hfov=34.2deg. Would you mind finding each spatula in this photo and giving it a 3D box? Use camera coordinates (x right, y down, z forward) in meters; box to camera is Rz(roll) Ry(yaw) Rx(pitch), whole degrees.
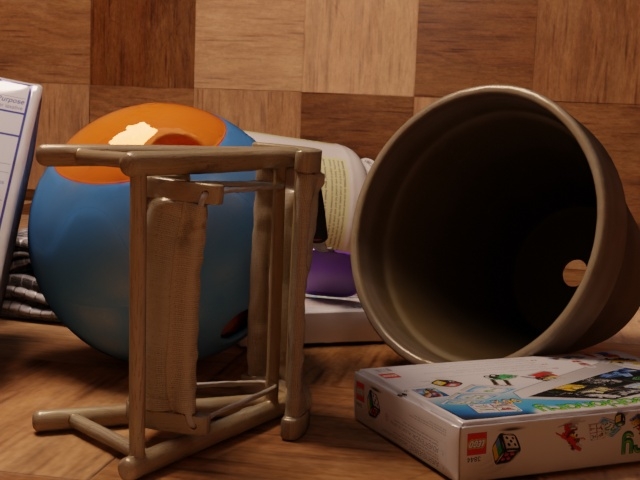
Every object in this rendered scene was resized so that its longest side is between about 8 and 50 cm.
[{"bbox_3d":[0.000,0.000,1.217,0.084,0.030,0.296,6,-23,9],"label":"spatula"}]

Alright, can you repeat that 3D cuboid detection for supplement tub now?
[{"bbox_3d":[-0.063,-0.046,1.637,0.325,0.235,0.235,7,5,-20],"label":"supplement tub"}]

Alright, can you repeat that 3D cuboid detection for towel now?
[{"bbox_3d":[-0.305,0.037,1.427,0.283,0.121,0.235,5,8,17],"label":"towel"}]

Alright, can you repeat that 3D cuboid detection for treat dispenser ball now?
[{"bbox_3d":[-0.172,-0.006,1.142,0.288,0.288,0.288,2,7,0],"label":"treat dispenser ball"}]

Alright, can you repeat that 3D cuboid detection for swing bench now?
[{"bbox_3d":[-0.100,0.044,0.909,0.254,0.253,0.165,-5,10,-41],"label":"swing bench"}]

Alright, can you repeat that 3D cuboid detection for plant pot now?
[{"bbox_3d":[0.242,0.013,1.227,0.323,0.323,0.280,8,-6,40],"label":"plant pot"}]

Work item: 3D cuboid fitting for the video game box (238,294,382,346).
[{"bbox_3d":[-0.033,0.095,1.349,0.205,0.048,0.187,0,9,-20],"label":"video game box"}]

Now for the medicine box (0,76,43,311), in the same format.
[{"bbox_3d":[-0.456,-0.044,1.112,0.263,0.289,0.149,11,-33,-14],"label":"medicine box"}]

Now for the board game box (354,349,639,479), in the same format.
[{"bbox_3d":[0.208,0.151,0.946,0.305,0.053,0.193,-1,7,-23],"label":"board game box"}]
